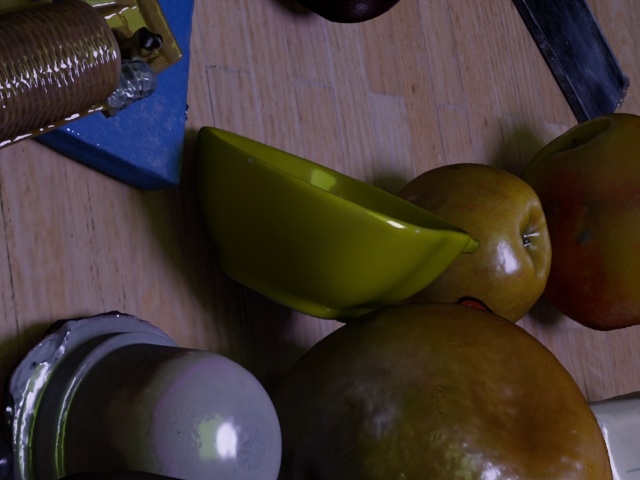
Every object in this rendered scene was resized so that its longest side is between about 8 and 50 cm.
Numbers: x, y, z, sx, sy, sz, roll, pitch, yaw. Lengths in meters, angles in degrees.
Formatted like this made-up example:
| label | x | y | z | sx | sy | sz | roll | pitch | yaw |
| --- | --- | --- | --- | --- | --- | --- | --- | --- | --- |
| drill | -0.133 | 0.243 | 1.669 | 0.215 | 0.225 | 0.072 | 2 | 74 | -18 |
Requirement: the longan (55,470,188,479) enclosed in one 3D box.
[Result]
| label | x | y | z | sx | sy | sz | roll | pitch | yaw |
| --- | --- | --- | --- | --- | --- | --- | --- | --- | --- |
| longan | -0.085 | 0.322 | 0.834 | 0.404 | 0.336 | 0.404 | 59 | 1 | -2 |

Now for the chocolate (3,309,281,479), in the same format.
| label | x | y | z | sx | sy | sz | roll | pitch | yaw |
| --- | --- | --- | --- | --- | --- | --- | --- | --- | --- |
| chocolate | -0.106 | 0.137 | 1.019 | 0.221 | 0.147 | 0.221 | 21 | 61 | -45 |

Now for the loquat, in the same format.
| label | x | y | z | sx | sy | sz | roll | pitch | yaw |
| --- | --- | --- | --- | --- | --- | --- | --- | --- | --- |
| loquat | 0.085 | 0.191 | 1.174 | 0.284 | 0.276 | 0.276 | 0 | 78 | -36 |

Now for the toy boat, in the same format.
| label | x | y | z | sx | sy | sz | roll | pitch | yaw |
| --- | --- | --- | --- | --- | --- | --- | --- | --- | --- |
| toy boat | -0.208 | -0.104 | 0.950 | 0.310 | 0.115 | 0.089 | -25 | 95 | -41 |

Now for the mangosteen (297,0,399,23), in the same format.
| label | x | y | z | sx | sy | sz | roll | pitch | yaw |
| --- | --- | --- | --- | --- | --- | --- | --- | --- | --- |
| mangosteen | 0.015 | -0.272 | 1.341 | 0.152 | 0.152 | 0.152 | 23 | 61 | -48 |

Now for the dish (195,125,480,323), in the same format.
| label | x | y | z | sx | sy | sz | roll | pitch | yaw |
| --- | --- | --- | --- | --- | --- | --- | --- | --- | --- |
| dish | 0.000 | 0.000 | 1.211 | 0.262 | 0.221 | 0.108 | 12 | 103 | -60 |

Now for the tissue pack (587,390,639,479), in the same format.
| label | x | y | z | sx | sy | sz | roll | pitch | yaw |
| --- | --- | --- | --- | --- | --- | --- | --- | --- | --- |
| tissue pack | 0.299 | 0.299 | 1.464 | 0.380 | 0.207 | 0.297 | 6 | 74 | -53 |

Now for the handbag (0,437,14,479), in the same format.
| label | x | y | z | sx | sy | sz | roll | pitch | yaw |
| --- | --- | --- | --- | --- | --- | --- | --- | --- | --- |
| handbag | -0.347 | 0.056 | 0.725 | 0.342 | 0.152 | 0.288 | -17 | 85 | -50 |

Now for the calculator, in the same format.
| label | x | y | z | sx | sy | sz | roll | pitch | yaw |
| --- | --- | --- | --- | --- | --- | --- | --- | --- | --- |
| calculator | 0.315 | -0.261 | 1.841 | 0.261 | 0.021 | 0.161 | 57 | 40 | -24 |

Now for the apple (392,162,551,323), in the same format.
| label | x | y | z | sx | sy | sz | roll | pitch | yaw |
| --- | --- | --- | --- | --- | --- | --- | --- | --- | --- |
| apple | 0.142 | 0.010 | 1.393 | 0.182 | 0.155 | 0.182 | 25 | 57 | -46 |

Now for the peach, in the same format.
| label | x | y | z | sx | sy | sz | roll | pitch | yaw |
| --- | --- | --- | --- | --- | --- | --- | --- | --- | --- |
| peach | 0.324 | -0.018 | 1.597 | 0.231 | 0.231 | 0.231 | 23 | 61 | -48 |

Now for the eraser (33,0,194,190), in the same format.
| label | x | y | z | sx | sy | sz | roll | pitch | yaw |
| --- | --- | --- | --- | --- | --- | --- | --- | --- | --- |
| eraser | -0.160 | -0.203 | 1.151 | 0.144 | 0.043 | 0.311 | 26 | 58 | -46 |
